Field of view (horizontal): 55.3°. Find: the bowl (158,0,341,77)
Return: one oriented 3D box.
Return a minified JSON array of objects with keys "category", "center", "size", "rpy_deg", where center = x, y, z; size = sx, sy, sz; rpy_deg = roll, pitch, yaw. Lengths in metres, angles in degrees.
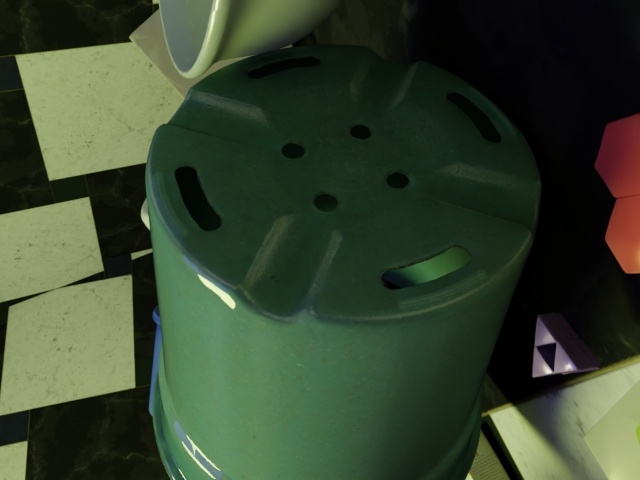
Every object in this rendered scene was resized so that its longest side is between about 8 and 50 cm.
[{"category":"bowl","center":[-0.025,-0.255,0.396],"size":[0.298,0.134,0.297],"rpy_deg":[177,90,-69]}]

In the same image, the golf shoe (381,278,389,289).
[{"category":"golf shoe","center":[0.000,0.000,0.958],"size":[0.140,0.115,0.306],"rpy_deg":[91,156,-72]}]

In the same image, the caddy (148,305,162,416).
[{"category":"caddy","center":[-0.059,0.154,0.796],"size":[0.241,0.342,0.179],"rpy_deg":[5,-84,-74]}]

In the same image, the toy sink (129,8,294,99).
[{"category":"toy sink","center":[-0.129,-0.242,0.870],"size":[0.234,0.153,0.131],"rpy_deg":[47,180,26]}]

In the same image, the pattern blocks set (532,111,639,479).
[{"category":"pattern blocks set","center":[0.192,0.118,0.242],"size":[0.325,0.026,0.285],"rpy_deg":[-124,34,-53]}]

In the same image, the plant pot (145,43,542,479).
[{"category":"plant pot","center":[0.008,0.047,0.515],"size":[0.334,0.341,0.341],"rpy_deg":[95,152,-50]}]

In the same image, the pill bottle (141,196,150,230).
[{"category":"pill bottle","center":[-0.109,0.034,1.080],"size":[0.392,0.224,0.224],"rpy_deg":[56,177,-30]}]

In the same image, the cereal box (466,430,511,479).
[{"category":"cereal box","center":[0.221,0.356,0.734],"size":[0.173,0.047,0.240],"rpy_deg":[85,160,-61]}]
